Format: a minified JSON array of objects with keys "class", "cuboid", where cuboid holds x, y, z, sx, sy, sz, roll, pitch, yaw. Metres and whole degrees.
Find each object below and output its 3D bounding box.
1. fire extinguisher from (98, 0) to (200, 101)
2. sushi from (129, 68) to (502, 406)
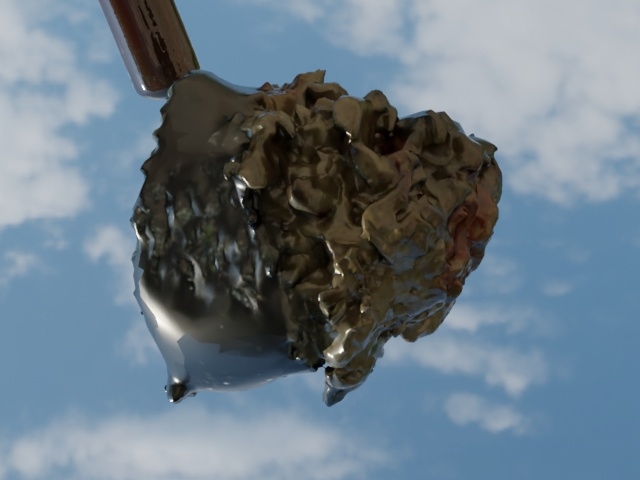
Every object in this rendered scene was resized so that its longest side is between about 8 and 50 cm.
[{"class":"fire extinguisher","cuboid":[-0.166,-0.226,1.281,0.089,0.267,0.072,-29,-162,-27]},{"class":"sushi","cuboid":[0.005,0.001,0.863,0.219,0.225,0.238,5,-162,15]}]
